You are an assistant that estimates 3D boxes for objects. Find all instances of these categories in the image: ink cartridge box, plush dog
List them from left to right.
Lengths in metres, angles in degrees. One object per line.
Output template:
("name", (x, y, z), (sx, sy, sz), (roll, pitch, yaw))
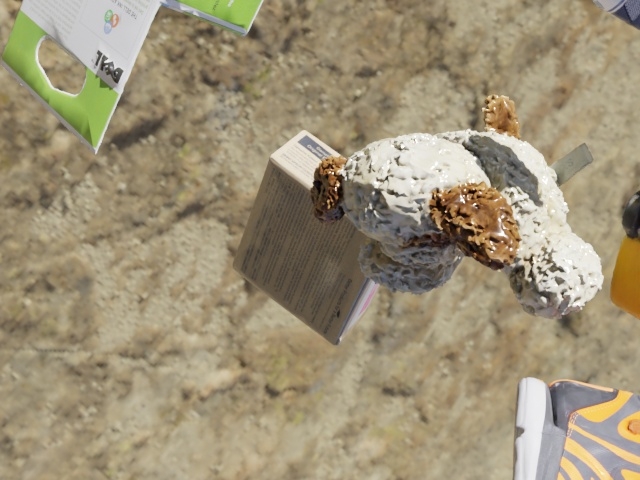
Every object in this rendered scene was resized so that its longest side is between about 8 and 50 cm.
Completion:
("ink cartridge box", (-0.144, -0.215, 0.894), (0.097, 0.189, 0.255), (10, 113, -48))
("ink cartridge box", (0.000, 0.000, 1.460), (0.088, 0.193, 0.234), (-44, 165, -42))
("plush dog", (0.119, -0.041, 1.016), (0.225, 0.262, 0.210), (0, 97, -52))

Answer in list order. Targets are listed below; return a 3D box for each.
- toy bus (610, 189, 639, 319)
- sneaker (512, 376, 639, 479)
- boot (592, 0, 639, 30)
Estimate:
("toy bus", (0.375, -0.068, 0.987), (0.130, 0.108, 0.332), (-5, 118, -40))
("sneaker", (0.250, 0.250, 0.913), (0.124, 0.180, 0.321), (82, 15, -49))
("boot", (0.302, -0.237, 0.837), (0.190, 0.086, 0.069), (-50, -164, 40))
